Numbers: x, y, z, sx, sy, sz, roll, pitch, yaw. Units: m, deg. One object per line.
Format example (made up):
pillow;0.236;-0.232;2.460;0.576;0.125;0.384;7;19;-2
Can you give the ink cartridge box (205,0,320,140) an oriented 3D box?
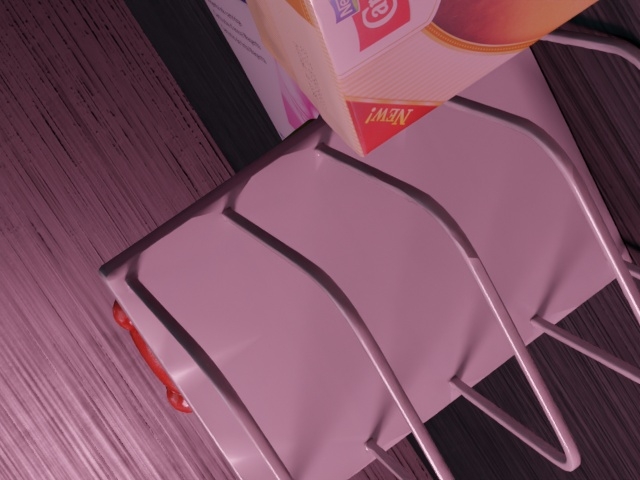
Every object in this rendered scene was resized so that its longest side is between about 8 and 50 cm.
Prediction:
ink cartridge box;-0.016;-0.164;1.173;0.330;0.071;0.324;59;172;-29

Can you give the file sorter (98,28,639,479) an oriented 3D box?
file sorter;0.066;0.032;0.720;0.193;0.278;0.173;60;167;-23

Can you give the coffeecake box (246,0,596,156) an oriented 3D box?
coffeecake box;0.056;-0.133;0.397;0.068;0.185;0.142;51;171;34

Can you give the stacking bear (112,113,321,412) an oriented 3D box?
stacking bear;0.000;0.000;0.910;0.164;0.289;0.175;46;167;53
